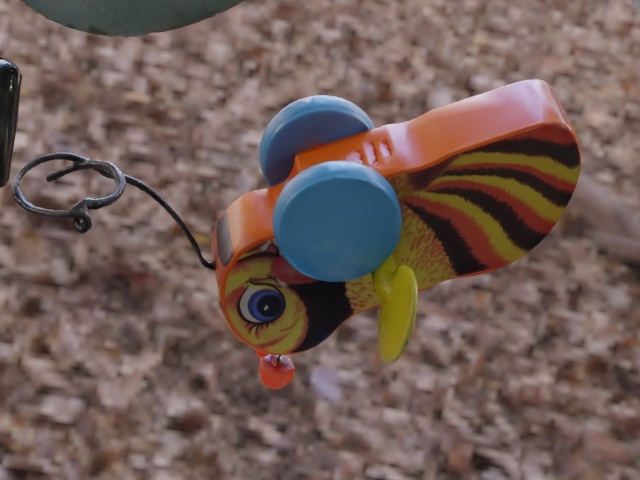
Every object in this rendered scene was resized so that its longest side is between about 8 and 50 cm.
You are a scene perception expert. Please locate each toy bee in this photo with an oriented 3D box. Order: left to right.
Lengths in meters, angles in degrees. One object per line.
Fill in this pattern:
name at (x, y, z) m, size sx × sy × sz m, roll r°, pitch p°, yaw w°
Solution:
toy bee at (0.000, 0.000, 1.056) m, size 0.298 × 0.162 × 0.195 m, roll 3°, pitch 36°, yaw 15°

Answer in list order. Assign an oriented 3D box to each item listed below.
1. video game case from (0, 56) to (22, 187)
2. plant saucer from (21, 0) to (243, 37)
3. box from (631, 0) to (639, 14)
video game case at (-0.240, -0.063, 0.521) m, size 0.248 × 0.035 × 0.275 m, roll 4°, pitch 10°, yaw -25°
plant saucer at (-0.056, -0.167, 0.624) m, size 0.195 × 0.195 × 0.037 m, roll 24°, pitch -4°, yaw 34°
box at (0.328, -0.152, 1.214) m, size 0.181 × 0.182 × 0.119 m, roll 60°, pitch 31°, yaw 4°
